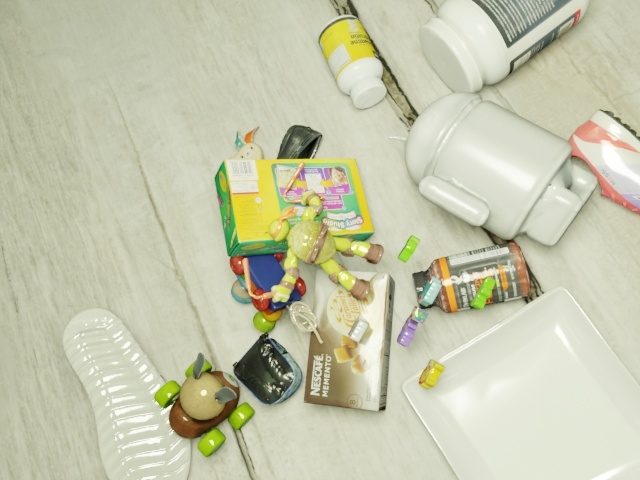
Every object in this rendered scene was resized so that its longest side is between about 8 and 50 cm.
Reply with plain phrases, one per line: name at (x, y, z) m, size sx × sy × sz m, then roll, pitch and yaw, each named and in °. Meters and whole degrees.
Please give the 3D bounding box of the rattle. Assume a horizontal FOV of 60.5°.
rattle at (-0.180, -0.170, 1.167) m, size 0.130 × 0.143 × 0.199 m, roll 4°, pitch 83°, yaw 35°

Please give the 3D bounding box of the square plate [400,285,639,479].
square plate at (0.374, 0.310, 0.944) m, size 0.344 × 0.049 × 0.347 m, roll -33°, pitch 71°, yaw 4°

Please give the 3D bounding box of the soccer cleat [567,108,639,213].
soccer cleat at (0.576, -0.092, 0.976) m, size 0.116 × 0.109 × 0.318 m, roll -48°, pitch 71°, yaw 23°

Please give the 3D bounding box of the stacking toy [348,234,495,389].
stacking toy at (0.171, 0.121, 0.943) m, size 0.167 × 0.052 × 0.221 m, roll 31°, pitch 90°, yaw -1°

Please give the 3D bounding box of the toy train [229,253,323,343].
toy train at (-0.091, 0.132, 1.056) m, size 0.105 × 0.143 × 0.248 m, roll -18°, pitch 60°, yaw -35°

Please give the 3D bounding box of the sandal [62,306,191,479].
sandal at (-0.379, 0.327, 1.110) m, size 0.170 × 0.102 × 0.416 m, roll -22°, pitch 81°, yaw -16°

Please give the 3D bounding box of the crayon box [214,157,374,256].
crayon box at (-0.048, -0.067, 1.056) m, size 0.279 × 0.081 × 0.165 m, roll -4°, pitch 71°, yaw -25°

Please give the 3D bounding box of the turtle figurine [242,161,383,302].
turtle figurine at (0.000, 0.000, 0.952) m, size 0.218 × 0.087 × 0.269 m, roll 25°, pitch 65°, yaw -14°

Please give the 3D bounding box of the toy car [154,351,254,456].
toy car at (-0.203, 0.278, 1.013) m, size 0.155 × 0.188 × 0.149 m, roll 42°, pitch 49°, yaw 14°

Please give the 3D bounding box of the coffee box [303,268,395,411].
coffee box at (0.058, 0.185, 1.031) m, size 0.141 × 0.098 × 0.246 m, roll 3°, pitch 77°, yaw 15°

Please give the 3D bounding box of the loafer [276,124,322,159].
loafer at (-0.062, -0.141, 1.157) m, size 0.078 × 0.076 × 0.223 m, roll 16°, pitch 77°, yaw 26°

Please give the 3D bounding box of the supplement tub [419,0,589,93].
supplement tub at (0.349, -0.426, 1.060) m, size 0.272 × 0.191 × 0.191 m, roll -37°, pitch 70°, yaw 3°

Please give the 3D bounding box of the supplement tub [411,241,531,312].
supplement tub at (0.271, 0.073, 1.002) m, size 0.198 × 0.106 × 0.105 m, roll -14°, pitch 73°, yaw 11°

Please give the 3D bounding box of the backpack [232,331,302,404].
backpack at (-0.094, 0.256, 1.061) m, size 0.105 × 0.084 × 0.114 m, roll -47°, pitch 65°, yaw 1°

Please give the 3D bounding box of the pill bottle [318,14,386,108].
pill bottle at (0.071, -0.377, 1.167) m, size 0.103 × 0.103 × 0.184 m, roll -25°, pitch 72°, yaw 8°

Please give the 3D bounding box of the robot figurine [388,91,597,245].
robot figurine at (0.301, -0.137, 0.995) m, size 0.354 × 0.199 × 0.300 m, roll 36°, pitch 50°, yaw 20°
